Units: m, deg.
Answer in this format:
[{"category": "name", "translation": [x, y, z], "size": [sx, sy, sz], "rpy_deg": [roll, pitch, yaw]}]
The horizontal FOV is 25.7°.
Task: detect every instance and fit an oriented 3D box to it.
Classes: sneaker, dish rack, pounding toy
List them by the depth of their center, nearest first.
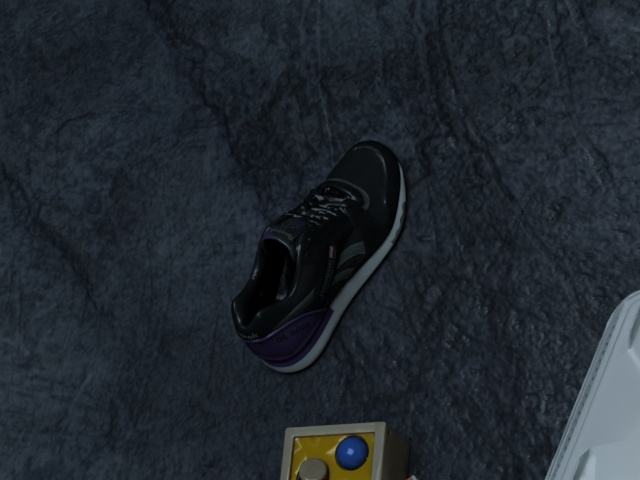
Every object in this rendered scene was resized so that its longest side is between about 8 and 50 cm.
[{"category": "dish rack", "translation": [0.378, 0.183, 1.275], "size": [0.333, 0.072, 0.285], "rpy_deg": [15, 70, 31]}, {"category": "pounding toy", "translation": [0.003, 0.252, 1.401], "size": [0.141, 0.100, 0.130], "rpy_deg": [-7, 60, 23]}, {"category": "sneaker", "translation": [0.000, 0.000, 1.528], "size": [0.107, 0.124, 0.283], "rpy_deg": [16, 71, 32]}]

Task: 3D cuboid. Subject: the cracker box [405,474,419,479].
[{"category": "cracker box", "translation": [0.143, 0.335, 1.250], "size": [0.067, 0.155, 0.232], "rpy_deg": [-39, 54, 2]}]
